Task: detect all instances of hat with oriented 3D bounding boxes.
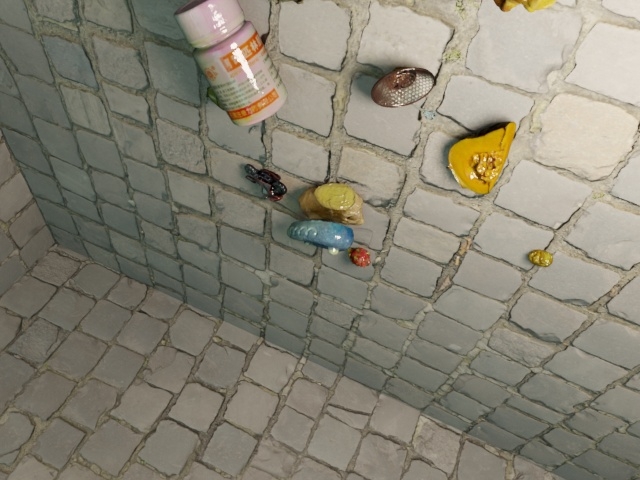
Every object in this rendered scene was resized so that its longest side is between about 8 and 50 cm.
[{"bbox_3d":[0.238,-0.481,1.524,0.193,0.082,0.193,-9,163,-3],"label":"hat"}]

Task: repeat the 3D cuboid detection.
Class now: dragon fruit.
[{"bbox_3d":[0.165,0.068,2.207,0.116,0.086,0.081,44,136,51],"label":"dragon fruit"}]

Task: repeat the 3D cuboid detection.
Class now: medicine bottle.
[{"bbox_3d":[-0.278,-0.580,1.633,0.219,0.219,0.388,-2,132,35],"label":"medicine bottle"}]

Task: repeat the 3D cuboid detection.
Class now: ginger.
[{"bbox_3d":[0.047,-0.131,2.018,0.275,0.130,0.221,23,153,7],"label":"ginger"}]

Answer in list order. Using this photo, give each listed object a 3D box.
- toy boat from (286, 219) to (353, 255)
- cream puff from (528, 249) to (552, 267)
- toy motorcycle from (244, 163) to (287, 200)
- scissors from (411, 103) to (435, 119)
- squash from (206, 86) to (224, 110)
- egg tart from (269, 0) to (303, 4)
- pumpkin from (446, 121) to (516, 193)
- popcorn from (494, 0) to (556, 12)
[{"bbox_3d":[0.000,0.000,2.109,0.215,0.123,0.329,22,167,-39],"label":"toy boat"},{"bbox_3d":[0.777,0.061,1.811,0.083,0.083,0.058,23,100,26],"label":"cream puff"},{"bbox_3d":[-0.225,-0.236,2.117,0.213,0.082,0.122,32,146,16],"label":"toy motorcycle"},{"bbox_3d":[0.321,-0.406,1.608,0.083,0.006,0.036,31,145,-1],"label":"scissors"},{"bbox_3d":[-0.376,-0.539,1.869,0.132,0.105,0.105,28,148,35],"label":"squash"},{"bbox_3d":[-0.132,-0.772,1.403,0.290,0.107,0.291,19,142,16],"label":"egg tart"},{"bbox_3d":[0.490,-0.287,1.572,0.163,0.111,0.279,31,148,25],"label":"pumpkin"},{"bbox_3d":[0.455,-0.656,1.071,0.264,0.225,0.332,24,123,-11],"label":"popcorn"}]
